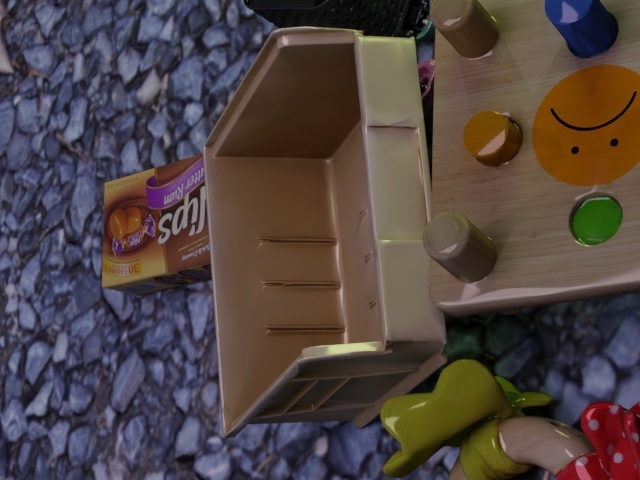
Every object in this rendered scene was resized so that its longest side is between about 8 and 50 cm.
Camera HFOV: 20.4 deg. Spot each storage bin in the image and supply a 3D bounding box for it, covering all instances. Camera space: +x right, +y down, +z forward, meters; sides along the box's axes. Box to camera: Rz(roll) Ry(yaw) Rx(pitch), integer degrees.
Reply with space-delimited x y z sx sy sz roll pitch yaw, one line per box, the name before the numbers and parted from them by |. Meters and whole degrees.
storage bin | 0.024 -0.262 1.529 0.122 0.084 0.180 8 75 49
storage bin | 0.000 0.000 1.417 0.260 0.123 0.262 130 139 -65

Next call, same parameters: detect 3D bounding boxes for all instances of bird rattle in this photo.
bird rattle | 0.173 0.193 1.309 0.254 0.143 0.206 18 105 32

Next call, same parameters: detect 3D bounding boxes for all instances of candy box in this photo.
candy box | -0.127 -0.016 1.670 0.187 0.053 0.109 -13 71 44

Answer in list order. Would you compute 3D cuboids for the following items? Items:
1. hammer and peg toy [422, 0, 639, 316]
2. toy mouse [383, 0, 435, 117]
hammer and peg toy | 0.246 -0.093 1.240 0.361 0.127 0.265 -10 64 26
toy mouse | 0.080 -0.155 1.511 0.143 0.031 0.161 -30 58 37
